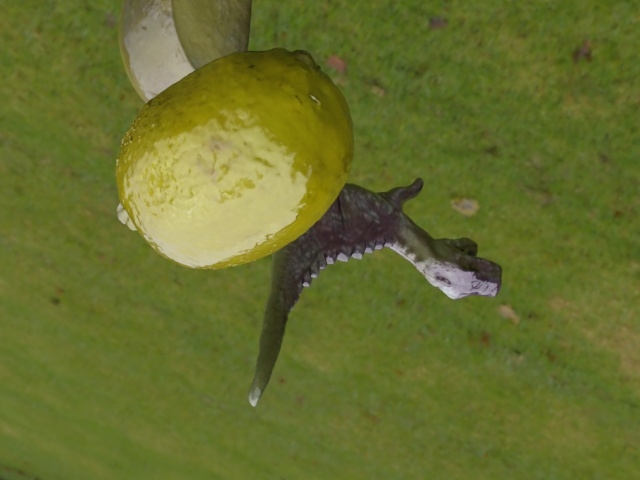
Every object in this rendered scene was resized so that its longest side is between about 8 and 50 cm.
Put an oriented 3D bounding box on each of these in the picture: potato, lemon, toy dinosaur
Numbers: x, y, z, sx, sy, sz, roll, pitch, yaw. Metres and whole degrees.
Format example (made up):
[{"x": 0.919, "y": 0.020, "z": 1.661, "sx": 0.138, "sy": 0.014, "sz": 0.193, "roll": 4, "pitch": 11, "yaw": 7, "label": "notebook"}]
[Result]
[{"x": -0.119, "y": -0.219, "z": 0.946, "sx": 0.098, "sy": 0.243, "sz": 0.138, "roll": 15, "pitch": 167, "yaw": -33, "label": "potato"}, {"x": -0.037, "y": -0.030, "z": 0.435, "sx": 0.110, "sy": 0.082, "sz": 0.082, "roll": -32, "pitch": 122, "yaw": 26, "label": "lemon"}, {"x": 0.003, "y": -0.003, "z": 0.742, "sx": 0.251, "sy": 0.072, "sz": 0.200, "roll": -3, "pitch": -135, "yaw": -50, "label": "toy dinosaur"}]
